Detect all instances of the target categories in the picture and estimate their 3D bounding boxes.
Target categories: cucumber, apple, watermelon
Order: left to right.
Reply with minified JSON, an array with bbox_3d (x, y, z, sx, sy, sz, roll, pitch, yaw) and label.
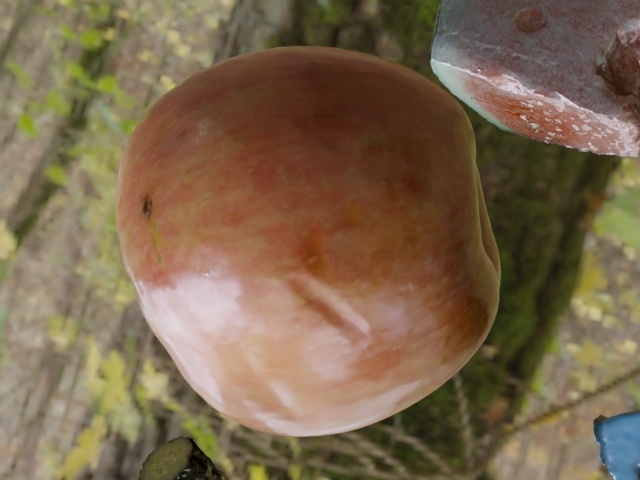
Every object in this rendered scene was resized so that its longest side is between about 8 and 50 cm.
[{"bbox_3d":[-0.076,0.287,1.528,0.067,0.067,0.293,6,144,36],"label":"cucumber"},{"bbox_3d":[0.000,0.000,1.601,0.346,0.391,0.391,-17,164,5],"label":"apple"},{"bbox_3d":[0.250,-0.183,1.386,0.318,0.226,0.148,-27,155,0],"label":"watermelon"}]

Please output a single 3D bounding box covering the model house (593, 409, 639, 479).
[{"bbox_3d":[0.471,0.250,1.729,0.303,0.215,0.237,-23,163,26],"label":"model house"}]
